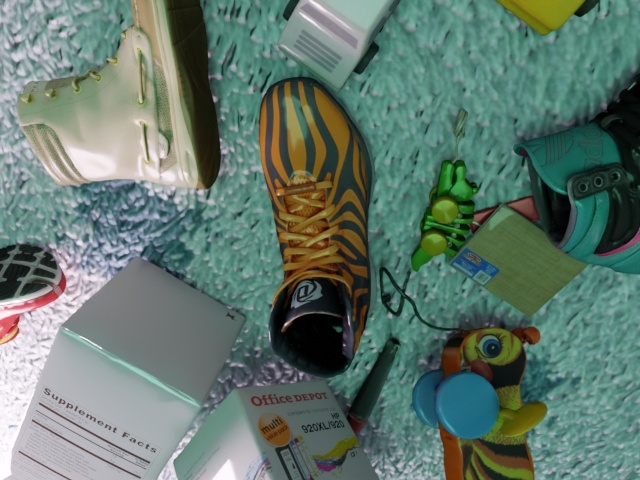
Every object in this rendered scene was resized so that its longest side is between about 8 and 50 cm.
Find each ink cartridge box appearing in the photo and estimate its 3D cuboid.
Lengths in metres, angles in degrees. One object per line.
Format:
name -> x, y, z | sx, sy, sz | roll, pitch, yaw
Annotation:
ink cartridge box -> -0.042, 0.318, 0.632 | 0.171, 0.233, 0.168 | 12, 125, -46

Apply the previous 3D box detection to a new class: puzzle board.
puzzle board -> 0.228, 0.025, 0.599 | 0.128, 0.011, 0.096 | 32, 118, -10

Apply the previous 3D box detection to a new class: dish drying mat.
dish drying mat -> 0.211, -0.027, 0.585 | 0.083, 0.008, 0.032 | -17, 110, 16

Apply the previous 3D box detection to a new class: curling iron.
curling iron -> 0.038, 0.243, 0.719 | 0.068, 0.035, 0.274 | 28, 116, -4

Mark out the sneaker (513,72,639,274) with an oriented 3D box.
sneaker -> 0.282, -0.101, 0.484 | 0.178, 0.124, 0.296 | 2, 116, -2

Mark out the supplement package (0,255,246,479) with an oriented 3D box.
supplement package -> -0.253, 0.204, 0.670 | 0.175, 0.177, 0.293 | 31, 115, -5

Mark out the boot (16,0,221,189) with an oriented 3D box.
boot -> -0.222, -0.179, 0.543 | 0.203, 0.095, 0.262 | 1, 118, 10

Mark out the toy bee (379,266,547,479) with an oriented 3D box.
toy bee -> 0.193, 0.166, 0.593 | 0.162, 0.195, 0.298 | -14, 102, -11

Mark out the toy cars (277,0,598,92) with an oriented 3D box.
toy cars -> 0.131, -0.252, 0.453 | 0.393, 0.087, 0.176 | -11, 111, 14

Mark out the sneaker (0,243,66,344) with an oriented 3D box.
sneaker -> -0.449, 0.091, 0.712 | 0.279, 0.107, 0.118 | -14, 129, 18

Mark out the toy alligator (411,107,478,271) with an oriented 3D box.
toy alligator -> 0.147, -0.044, 0.560 | 0.051, 0.056, 0.190 | 14, 115, 2

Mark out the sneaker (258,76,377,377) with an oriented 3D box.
sneaker -> 0.000, 0.000, 0.536 | 0.124, 0.180, 0.321 | -10, 112, 13
